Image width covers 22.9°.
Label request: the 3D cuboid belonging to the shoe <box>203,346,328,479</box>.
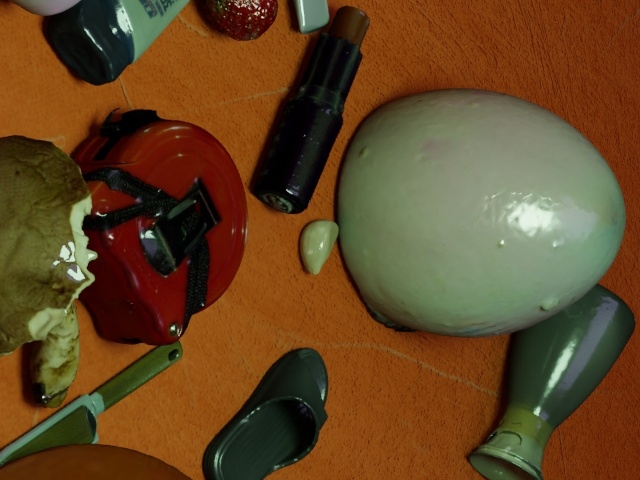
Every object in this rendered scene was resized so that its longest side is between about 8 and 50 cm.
[{"bbox_3d":[-0.044,0.239,2.010,0.241,0.093,0.108,-45,122,-37],"label":"shoe"}]

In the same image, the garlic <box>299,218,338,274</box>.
[{"bbox_3d":[0.000,0.000,2.100,0.083,0.041,0.053,-59,136,-41],"label":"garlic"}]

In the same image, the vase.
[{"bbox_3d":[0.345,0.222,2.422,0.173,0.173,0.321,47,63,-38],"label":"vase"}]

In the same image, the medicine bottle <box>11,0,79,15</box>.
[{"bbox_3d":[-0.341,-0.351,1.614,0.254,0.152,0.152,33,66,-44],"label":"medicine bottle"}]

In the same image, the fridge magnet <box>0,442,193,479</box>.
[{"bbox_3d":[-0.245,0.392,1.643,0.364,0.155,0.363,3,70,-9],"label":"fridge magnet"}]

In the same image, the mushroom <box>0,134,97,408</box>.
[{"bbox_3d":[-0.329,0.025,1.646,0.208,0.301,0.233,22,72,-2],"label":"mushroom"}]

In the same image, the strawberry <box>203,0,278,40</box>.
[{"bbox_3d":[-0.103,-0.293,1.935,0.106,0.106,0.106,0,91,-49],"label":"strawberry"}]

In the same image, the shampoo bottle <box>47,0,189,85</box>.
[{"bbox_3d":[-0.191,-0.339,1.845,0.134,0.078,0.359,56,51,-29],"label":"shampoo bottle"}]

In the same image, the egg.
[{"bbox_3d":[0.250,-0.037,2.164,0.354,0.340,0.354,0,90,-51],"label":"egg"}]

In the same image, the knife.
[{"bbox_3d":[-0.268,0.209,1.798,0.343,0.027,0.061,-34,119,-44],"label":"knife"}]

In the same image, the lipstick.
[{"bbox_3d":[-0.004,-0.174,2.061,0.081,0.081,0.299,42,61,-41],"label":"lipstick"}]

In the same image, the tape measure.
[{"bbox_3d":[-0.197,-0.025,1.812,0.260,0.114,0.253,-51,127,-36],"label":"tape measure"}]

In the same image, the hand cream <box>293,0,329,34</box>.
[{"bbox_3d":[-0.029,-0.397,2.054,0.079,0.048,0.255,-32,116,-53],"label":"hand cream"}]
